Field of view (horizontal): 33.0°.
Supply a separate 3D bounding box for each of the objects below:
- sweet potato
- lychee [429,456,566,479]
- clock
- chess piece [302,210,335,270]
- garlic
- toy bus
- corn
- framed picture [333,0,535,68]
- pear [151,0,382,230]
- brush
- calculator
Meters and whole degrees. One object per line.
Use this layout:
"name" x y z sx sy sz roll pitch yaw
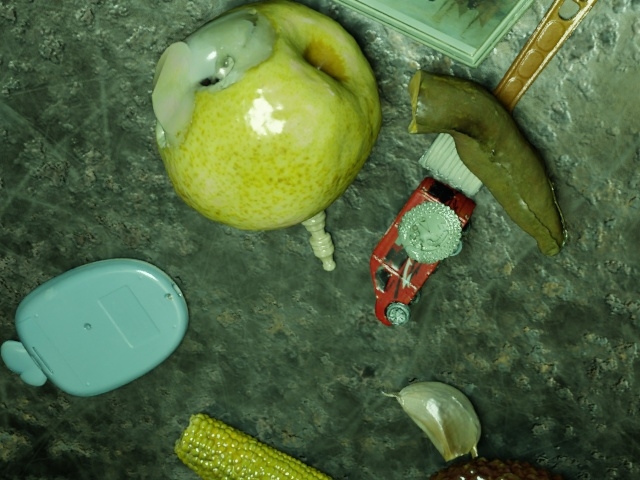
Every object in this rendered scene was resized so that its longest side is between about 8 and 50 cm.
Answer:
"sweet potato" 0.201 -0.095 1.286 0.286 0.112 0.085 50 156 -23
"lychee" 0.258 0.413 1.477 0.271 0.236 0.235 30 120 24
"clock" 0.135 -0.010 1.322 0.083 0.010 0.074 -30 88 28
"chess piece" 0.000 0.000 1.423 0.035 0.035 0.092 -11 117 15
"garlic" 0.168 0.236 1.484 0.152 0.084 0.066 50 145 5
"toy bus" 0.118 0.018 1.387 0.089 0.081 0.195 34 117 3
"corn" -0.070 0.357 1.572 0.310 0.101 0.101 27 117 -6
"framed picture" 0.117 -0.307 1.189 0.274 0.017 0.217 21 139 -16
"pear" -0.063 -0.137 1.245 0.271 0.271 0.271 4 116 8
"brush" 0.236 -0.193 1.298 0.090 0.017 0.314 30 117 -9
"calculator" -0.326 0.130 1.535 0.303 0.042 0.188 -27 109 17
